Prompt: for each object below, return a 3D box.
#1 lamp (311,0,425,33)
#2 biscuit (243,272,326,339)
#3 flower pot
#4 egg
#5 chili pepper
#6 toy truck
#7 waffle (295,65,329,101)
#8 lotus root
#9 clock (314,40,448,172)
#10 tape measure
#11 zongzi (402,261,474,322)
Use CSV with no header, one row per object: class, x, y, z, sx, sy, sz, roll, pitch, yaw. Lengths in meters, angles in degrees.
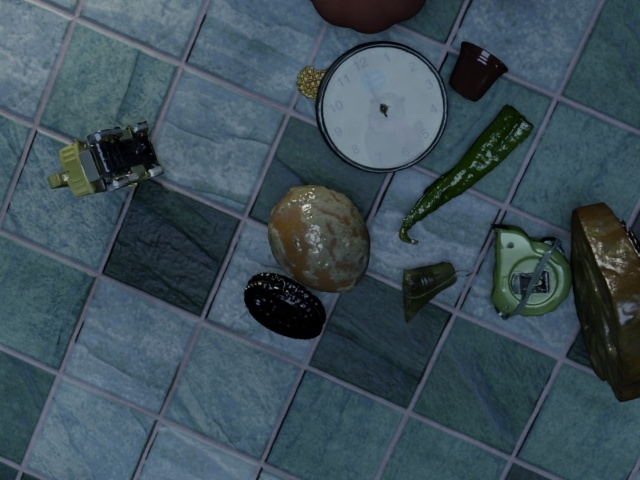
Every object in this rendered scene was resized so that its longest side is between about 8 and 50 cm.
lamp,0.083,-0.555,1.796,0.305,0.239,0.305,4,100,24
biscuit,-0.077,0.141,1.969,0.194,0.194,0.053,28,59,0
flower pot,0.312,-0.338,1.898,0.111,0.111,0.089,31,115,0
egg,0.000,0.000,1.921,0.203,0.203,0.245,-34,105,9
chili pepper,0.294,-0.130,1.937,0.359,0.076,0.085,-47,65,6
toy truck,-0.440,-0.155,1.901,0.157,0.272,0.124,-17,97,15
waffle,-0.009,-0.332,1.962,0.085,0.016,0.078,18,99,3
lotus root,0.563,0.113,1.798,0.111,0.390,0.375,-11,88,6
clock,0.127,-0.274,1.930,0.280,0.055,0.281,0,101,1
tape measure,0.433,0.072,1.938,0.175,0.106,0.200,5,101,8
zongzi,0.251,0.110,2.000,0.154,0.062,0.130,-11,119,-9
